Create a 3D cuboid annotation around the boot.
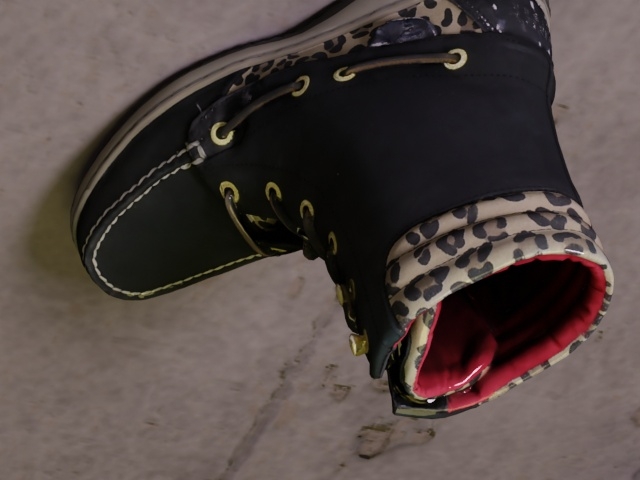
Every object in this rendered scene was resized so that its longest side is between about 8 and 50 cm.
[{"bbox_3d":[0.000,-0.001,0.707,0.236,0.178,0.085,-29,132,18],"label":"boot"}]
